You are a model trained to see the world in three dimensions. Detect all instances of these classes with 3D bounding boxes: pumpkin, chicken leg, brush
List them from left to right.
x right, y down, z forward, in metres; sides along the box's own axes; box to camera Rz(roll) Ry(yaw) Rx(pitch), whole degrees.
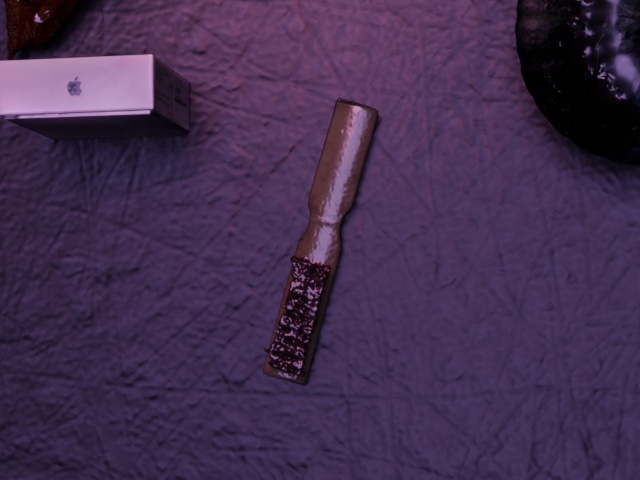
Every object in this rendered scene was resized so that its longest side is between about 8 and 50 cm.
[{"bbox_3d":[-0.201,-0.256,1.237,0.233,0.063,0.105,-30,78,7],"label":"chicken leg"},{"bbox_3d":[0.000,0.000,1.205,0.043,0.036,0.248,16,89,4],"label":"brush"},{"bbox_3d":[0.268,-0.172,1.116,0.233,0.163,0.233,0,96,2],"label":"pumpkin"}]

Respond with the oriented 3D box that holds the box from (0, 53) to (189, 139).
[{"bbox_3d":[-0.188,-0.119,1.190,0.129,0.130,0.051,-1,86,8],"label":"box"}]
